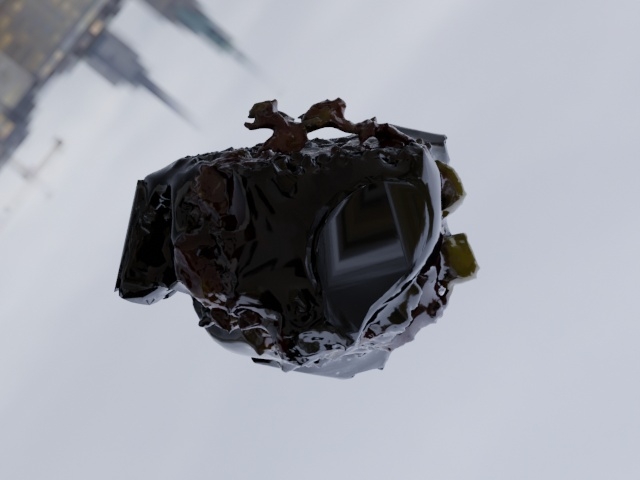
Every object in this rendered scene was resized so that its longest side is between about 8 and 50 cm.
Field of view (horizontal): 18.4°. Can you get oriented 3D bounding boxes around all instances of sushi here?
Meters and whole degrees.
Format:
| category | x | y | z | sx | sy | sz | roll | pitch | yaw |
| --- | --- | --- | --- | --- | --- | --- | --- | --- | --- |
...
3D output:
| category | x | y | z | sx | sy | sz | roll | pitch | yaw |
| --- | --- | --- | --- | --- | --- | --- | --- | --- | --- |
| sushi | 0.000 | 0.000 | 1.067 | 0.150 | 0.172 | 0.153 | -170 | -89 | -68 |
